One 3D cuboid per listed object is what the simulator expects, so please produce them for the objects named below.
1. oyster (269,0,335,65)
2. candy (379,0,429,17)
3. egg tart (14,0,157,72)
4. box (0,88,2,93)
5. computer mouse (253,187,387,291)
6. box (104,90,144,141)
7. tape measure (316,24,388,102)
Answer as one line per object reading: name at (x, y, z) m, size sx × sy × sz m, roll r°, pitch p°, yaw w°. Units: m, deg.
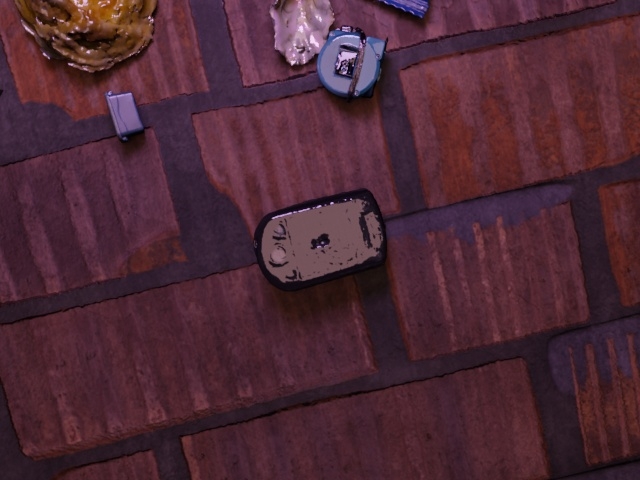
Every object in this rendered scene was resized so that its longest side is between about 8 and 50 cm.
oyster at (-0.044, -0.458, 1.174) m, size 0.133 × 0.072 × 0.209 m, roll -15°, pitch 117°, yaw -6°
candy at (0.193, -0.616, 1.158) m, size 0.187 × 0.077 × 0.331 m, roll 25°, pitch 94°, yaw 2°
egg tart at (-0.457, -0.471, 1.129) m, size 0.297 × 0.132 × 0.297 m, roll -1°, pitch 99°, yaw -8°
box at (-0.683, -0.283, 1.188) m, size 0.053 × 0.024 × 0.083 m, roll 32°, pitch 93°, yaw -5°
computer mouse at (0.000, 0.000, 1.208) m, size 0.269 × 0.100 × 0.170 m, roll -13°, pitch 100°, yaw -5°
box at (-0.388, -0.249, 1.181) m, size 0.054 × 0.074 × 0.099 m, roll -17°, pitch 98°, yaw -11°
tape measure at (0.058, -0.349, 1.180) m, size 0.125 × 0.081 × 0.146 m, roll 15°, pitch 99°, yaw 6°
